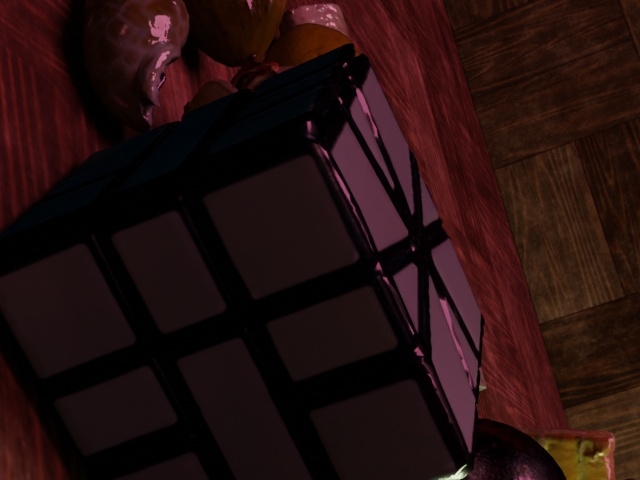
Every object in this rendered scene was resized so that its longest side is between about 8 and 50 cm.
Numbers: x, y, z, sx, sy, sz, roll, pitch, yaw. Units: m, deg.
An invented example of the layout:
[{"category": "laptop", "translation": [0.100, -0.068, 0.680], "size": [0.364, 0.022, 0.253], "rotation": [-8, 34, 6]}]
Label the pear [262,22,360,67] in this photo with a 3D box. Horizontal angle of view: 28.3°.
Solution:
[{"category": "pear", "translation": [-0.010, -0.214, 1.702], "size": [0.149, 0.149, 0.162], "rotation": [60, 26, -32]}]

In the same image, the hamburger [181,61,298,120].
[{"category": "hamburger", "translation": [-0.031, -0.035, 1.264], "size": [0.302, 0.170, 0.302], "rotation": [161, -90, -75]}]

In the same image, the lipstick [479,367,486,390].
[{"category": "lipstick", "translation": [0.181, 0.201, 1.982], "size": [0.371, 0.076, 0.079], "rotation": [24, 46, -69]}]

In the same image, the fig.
[{"category": "fig", "translation": [-0.106, -0.284, 1.479], "size": [0.154, 0.144, 0.165], "rotation": [-29, 108, -62]}]

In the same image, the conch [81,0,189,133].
[{"category": "conch", "translation": [-0.178, -0.185, 1.192], "size": [0.116, 0.106, 0.173], "rotation": [88, 5, -76]}]

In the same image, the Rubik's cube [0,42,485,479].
[{"category": "Rubik's cube", "translation": [-0.050, 0.045, 0.997], "size": [0.293, 0.283, 0.288], "rotation": [63, 18, -13]}]

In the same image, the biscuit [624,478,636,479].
[{"category": "biscuit", "translation": [0.423, 0.418, 1.732], "size": [0.188, 0.027, 0.187], "rotation": [-2, 90, -76]}]

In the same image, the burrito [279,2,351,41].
[{"category": "burrito", "translation": [0.025, -0.191, 1.850], "size": [0.143, 0.105, 0.299], "rotation": [144, -73, -74]}]

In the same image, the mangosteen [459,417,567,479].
[{"category": "mangosteen", "translation": [0.189, 0.342, 1.455], "size": [0.288, 0.288, 0.288], "rotation": [-20, 90, -75]}]

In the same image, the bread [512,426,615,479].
[{"category": "bread", "translation": [0.299, 0.385, 1.772], "size": [0.111, 0.239, 0.246], "rotation": [24, 66, -69]}]
